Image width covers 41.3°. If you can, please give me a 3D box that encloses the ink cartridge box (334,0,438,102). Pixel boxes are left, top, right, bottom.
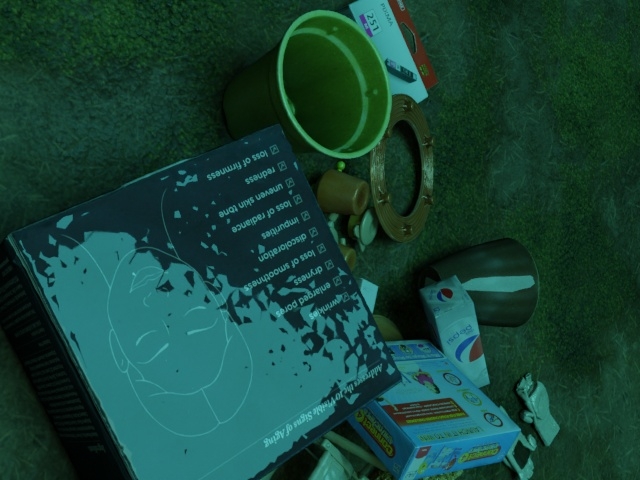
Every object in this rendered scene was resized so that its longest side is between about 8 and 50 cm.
[{"bbox_3d":[0.178,-0.454,1.992,0.239,0.060,0.275,-37,108,-36],"label":"ink cartridge box"}]

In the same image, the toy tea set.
[{"bbox_3d":[0.000,0.000,1.766,0.336,0.124,0.200,-56,148,-34],"label":"toy tea set"}]

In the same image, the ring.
[{"bbox_3d":[0.196,-0.162,1.908,0.336,0.032,0.336,-1,91,-61],"label":"ring"}]

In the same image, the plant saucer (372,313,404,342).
[{"bbox_3d":[0.125,0.261,1.859,0.200,0.037,0.200,7,79,-39],"label":"plant saucer"}]

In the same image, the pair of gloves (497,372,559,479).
[{"bbox_3d":[0.530,0.474,2.173,0.240,0.042,0.204,-37,107,-38],"label":"pair of gloves"}]

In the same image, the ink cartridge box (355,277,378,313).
[{"bbox_3d":[0.065,0.147,1.789,0.052,0.088,0.122,25,68,-35],"label":"ink cartridge box"}]

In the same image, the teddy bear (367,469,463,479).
[{"bbox_3d":[0.216,0.460,1.862,0.338,0.113,0.245,-38,107,-37],"label":"teddy bear"}]

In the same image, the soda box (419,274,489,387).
[{"bbox_3d":[0.300,0.217,1.887,0.091,0.098,0.286,-22,130,-3],"label":"soda box"}]

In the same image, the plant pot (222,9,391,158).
[{"bbox_3d":[-0.048,-0.273,1.644,0.276,0.254,0.276,6,81,-39],"label":"plant pot"}]

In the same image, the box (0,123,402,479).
[{"bbox_3d":[-0.203,0.137,1.359,0.480,0.297,0.472,-27,92,-33],"label":"box"}]

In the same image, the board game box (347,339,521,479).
[{"bbox_3d":[0.187,0.324,1.688,0.308,0.302,0.086,3,120,-40],"label":"board game box"}]

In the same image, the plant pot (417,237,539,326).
[{"bbox_3d":[0.351,0.107,1.984,0.230,0.215,0.215,-3,86,-27],"label":"plant pot"}]

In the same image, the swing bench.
[{"bbox_3d":[-0.050,0.463,1.582,0.255,0.165,0.253,34,58,8],"label":"swing bench"}]
